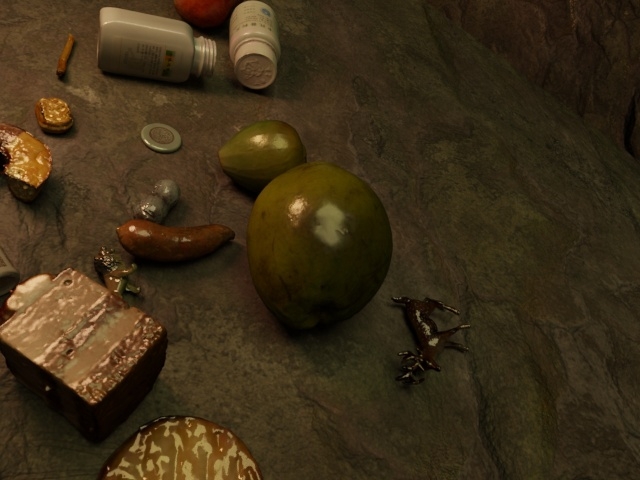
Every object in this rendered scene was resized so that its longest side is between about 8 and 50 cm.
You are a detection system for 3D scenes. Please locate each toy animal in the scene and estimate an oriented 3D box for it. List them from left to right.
[{"bbox_3d":[-0.417,0.106,1.141,0.086,0.069,0.220,-21,58,-14],"label":"toy animal"},{"bbox_3d":[0.267,0.250,1.377,0.259,0.087,0.244,-4,43,-28],"label":"toy animal"}]

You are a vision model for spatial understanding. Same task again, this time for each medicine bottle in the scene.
[{"bbox_3d":[-0.661,0.039,1.057,0.079,0.079,0.140,-29,71,-40],"label":"medicine bottle"},{"bbox_3d":[-0.472,-0.556,1.567,0.323,0.179,0.124,3,53,-24],"label":"medicine bottle"},{"bbox_3d":[-0.217,-0.643,1.778,0.170,0.170,0.293,10,51,-20],"label":"medicine bottle"}]

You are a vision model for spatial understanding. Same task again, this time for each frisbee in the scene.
[{"bbox_3d":[-0.436,-0.283,1.479,0.110,0.014,0.110,14,48,-16],"label":"frisbee"}]

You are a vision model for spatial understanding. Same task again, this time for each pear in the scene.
[{"bbox_3d":[0.000,0.000,1.267,0.351,0.352,0.414,11,59,-19],"label":"pear"}]

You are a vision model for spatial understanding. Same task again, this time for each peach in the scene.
[{"bbox_3d":[-0.370,-0.838,1.819,0.256,0.232,0.233,-6,55,-8],"label":"peach"}]

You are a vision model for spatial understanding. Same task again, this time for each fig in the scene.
[{"bbox_3d":[-0.151,-0.225,1.466,0.229,0.207,0.207,2,44,18],"label":"fig"}]

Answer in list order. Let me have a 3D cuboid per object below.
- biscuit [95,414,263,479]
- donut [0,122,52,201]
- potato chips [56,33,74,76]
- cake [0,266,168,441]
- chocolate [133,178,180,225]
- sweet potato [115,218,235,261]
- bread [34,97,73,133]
[{"bbox_3d":[-0.241,0.453,0.923,0.296,0.102,0.297,12,49,-14],"label":"biscuit"},{"bbox_3d":[-0.699,-0.177,1.211,0.217,0.085,0.141,32,46,-2],"label":"donut"},{"bbox_3d":[-0.717,-0.518,1.516,0.026,0.037,0.204,17,42,-27],"label":"potato chips"},{"bbox_3d":[-0.445,0.193,0.972,0.292,0.199,0.196,32,51,6],"label":"cake"},{"bbox_3d":[-0.395,-0.087,1.302,0.072,0.072,0.167,26,45,-6],"label":"chocolate"},{"bbox_3d":[-0.327,0.004,1.256,0.291,0.097,0.098,3,52,-36],"label":"sweet potato"},{"bbox_3d":[-0.674,-0.317,1.366,0.083,0.044,0.111,-9,56,-34],"label":"bread"}]
